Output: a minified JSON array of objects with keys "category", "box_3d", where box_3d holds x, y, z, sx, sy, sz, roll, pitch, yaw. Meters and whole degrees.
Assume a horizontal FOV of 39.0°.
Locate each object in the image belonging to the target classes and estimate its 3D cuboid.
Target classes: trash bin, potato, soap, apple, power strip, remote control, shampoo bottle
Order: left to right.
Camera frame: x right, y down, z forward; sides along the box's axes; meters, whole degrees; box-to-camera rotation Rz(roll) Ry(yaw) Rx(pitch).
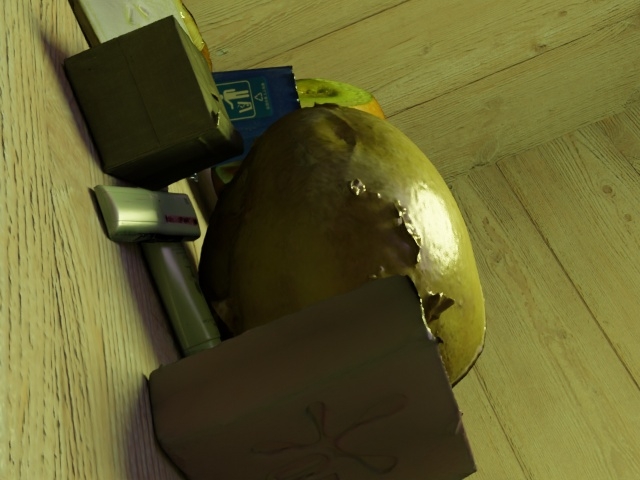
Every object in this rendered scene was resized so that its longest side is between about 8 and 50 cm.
[{"category":"power strip","box_3d":[-0.278,-0.293,1.364,0.198,0.064,0.213,-42,111,-50]},{"category":"remote control","box_3d":[-0.192,-0.029,1.035,0.166,0.029,0.065,1,65,-62]},{"category":"shampoo bottle","box_3d":[-0.169,0.057,1.093,0.072,0.049,0.213,10,58,-80]},{"category":"trash bin","box_3d":[-0.152,-0.204,1.532,0.184,0.234,0.163,106,-29,-77]},{"category":"apple","box_3d":[-0.048,-0.164,1.808,0.374,0.374,0.384,64,18,-63]},{"category":"potato","box_3d":[0.000,0.000,1.212,0.442,0.385,0.320,-112,-179,-48]},{"category":"soap","box_3d":[0.007,0.196,0.962,0.296,0.285,0.107,64,1,-46]}]

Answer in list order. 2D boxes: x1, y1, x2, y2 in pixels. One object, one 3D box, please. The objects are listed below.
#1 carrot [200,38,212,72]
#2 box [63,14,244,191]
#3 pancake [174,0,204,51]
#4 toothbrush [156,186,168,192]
[{"category":"carrot","box_3d":[-0.265,-0.316,1.819,0.302,0.114,0.114,-107,175,-47]},{"category":"box","box_3d":[-0.203,-0.168,1.171,0.231,0.155,0.149,23,44,-86]},{"category":"pancake","box_3d":[-0.343,-0.483,1.626,0.305,0.067,0.427,45,-2,12]},{"category":"toothbrush","box_3d":[-0.257,-0.146,1.408,0.288,0.024,0.026,-111,-168,-53]}]
